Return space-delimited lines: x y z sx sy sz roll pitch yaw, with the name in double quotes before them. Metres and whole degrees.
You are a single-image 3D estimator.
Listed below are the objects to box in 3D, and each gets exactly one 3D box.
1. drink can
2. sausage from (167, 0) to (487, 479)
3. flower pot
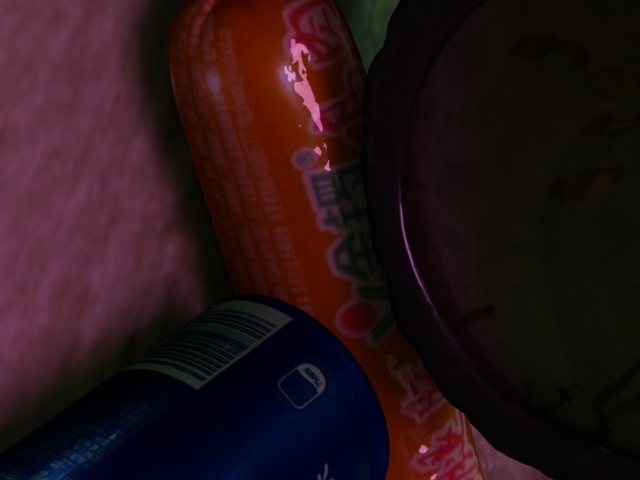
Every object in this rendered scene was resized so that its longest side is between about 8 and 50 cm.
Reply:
"drink can" -0.069 0.113 0.809 0.205 0.118 0.118 -34 118 -40
"sausage" 0.000 0.000 0.894 0.093 0.093 0.312 -37 120 -40
"flower pot" 0.194 -0.044 0.847 0.267 0.266 0.266 -26 112 -47
